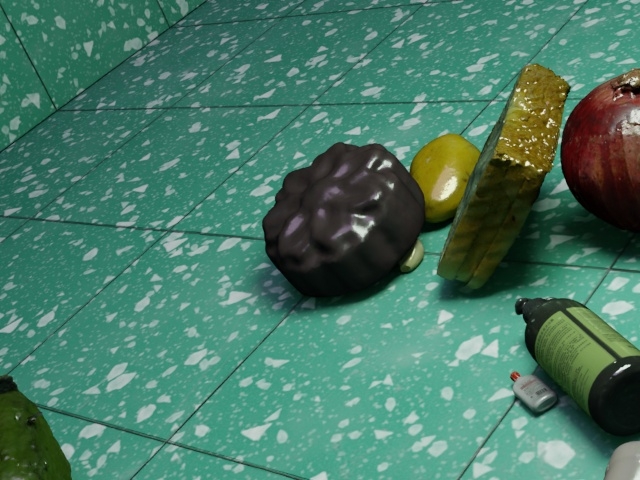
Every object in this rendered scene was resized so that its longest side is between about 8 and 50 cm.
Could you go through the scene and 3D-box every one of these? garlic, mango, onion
[{"bbox_3d":[0.144,0.018,1.907,0.053,0.041,0.083,-25,35,9],"label":"garlic"},{"bbox_3d":[0.214,-0.103,2.005,0.137,0.098,0.195,-5,45,34],"label":"mango"},{"bbox_3d":[0.486,-0.142,1.695,0.276,0.276,0.276,-18,28,10],"label":"onion"}]

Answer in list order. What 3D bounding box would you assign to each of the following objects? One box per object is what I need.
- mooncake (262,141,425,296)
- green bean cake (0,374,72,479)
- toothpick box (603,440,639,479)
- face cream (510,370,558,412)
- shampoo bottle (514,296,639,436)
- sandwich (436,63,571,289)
[{"bbox_3d":[0.032,-0.039,1.928,0.283,0.141,0.283,-28,36,22],"label":"mooncake"},{"bbox_3d":[-0.501,0.378,1.588,0.335,0.218,0.319,-29,28,-6],"label":"green bean cake"},{"bbox_3d":[0.329,0.296,1.211,0.098,0.098,0.149,-1,35,36],"label":"toothpick box"},{"bbox_3d":[0.275,0.195,1.513,0.040,0.021,0.083,-29,28,-10],"label":"face cream"},{"bbox_3d":[0.330,0.140,1.482,0.101,0.101,0.284,-27,28,-6],"label":"shampoo bottle"},{"bbox_3d":[0.281,-0.095,1.781,0.099,0.271,0.301,27,40,0],"label":"sandwich"}]
